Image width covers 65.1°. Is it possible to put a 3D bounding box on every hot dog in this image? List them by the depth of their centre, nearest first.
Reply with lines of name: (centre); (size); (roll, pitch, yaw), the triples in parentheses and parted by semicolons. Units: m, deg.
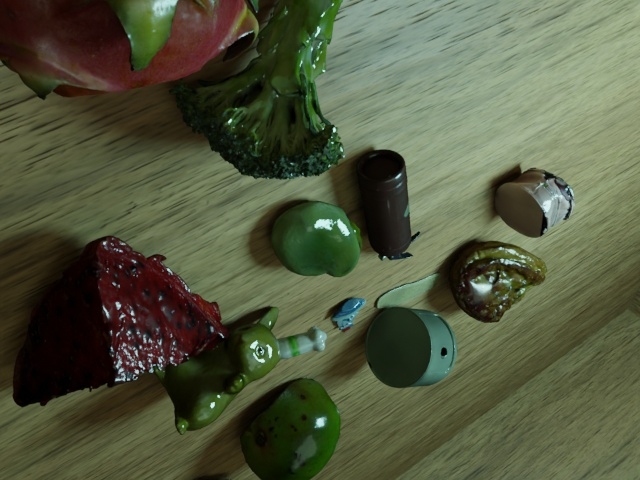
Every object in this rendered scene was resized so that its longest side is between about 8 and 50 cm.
hot dog: (0.558, 0.125, 1.575); (0.388, 0.174, 0.267); (19, 115, -49)

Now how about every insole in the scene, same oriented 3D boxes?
insole: (0.265, 0.151, 1.485); (0.248, 0.011, 0.081); (-18, 135, -28)

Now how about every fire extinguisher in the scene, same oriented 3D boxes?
fire extinguisher: (0.167, -0.053, 1.140); (0.138, 0.102, 0.344); (-33, 141, -13)

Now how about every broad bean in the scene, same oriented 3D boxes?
broad bean: (0.000, 0.000, 1.058); (0.228, 0.100, 0.169); (3, 117, -40)

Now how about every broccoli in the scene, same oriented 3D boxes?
broccoli: (-0.022, -0.255, 0.744); (0.252, 0.221, 0.361); (39, 98, -15)

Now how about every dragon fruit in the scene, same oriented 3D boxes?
dragon fruit: (-0.200, -0.244, 0.504); (0.291, 0.291, 0.189); (-28, 119, -17)
dragon fruit: (-0.352, 0.138, 0.905); (0.286, 0.227, 0.329); (-23, 172, 28)

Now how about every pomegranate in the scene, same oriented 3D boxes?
pomegranate: (-0.045, 0.574, 1.461); (0.359, 0.216, 0.309); (21, 108, -49)

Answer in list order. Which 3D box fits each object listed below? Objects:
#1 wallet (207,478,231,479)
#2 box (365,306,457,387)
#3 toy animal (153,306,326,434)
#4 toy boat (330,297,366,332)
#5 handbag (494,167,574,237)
wallet: (-0.376, 0.785, 1.502); (0.231, 0.069, 0.170); (16, 119, -45)
box: (0.263, 0.310, 1.462); (0.149, 0.226, 0.226); (12, 117, -46)
toy animal: (-0.181, 0.250, 1.082); (0.363, 0.181, 0.180); (-37, 151, -3)
toy boat: (0.066, 0.206, 1.367); (0.105, 0.034, 0.149); (-12, 145, -36)
handbag: (0.594, -0.106, 1.394); (0.116, 0.179, 0.205); (-40, 143, -13)
